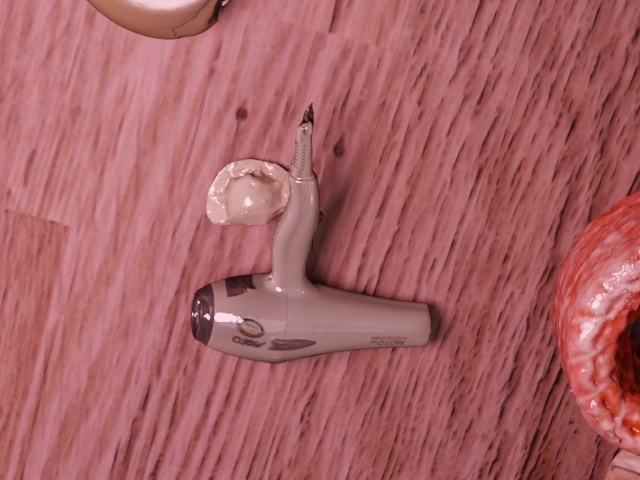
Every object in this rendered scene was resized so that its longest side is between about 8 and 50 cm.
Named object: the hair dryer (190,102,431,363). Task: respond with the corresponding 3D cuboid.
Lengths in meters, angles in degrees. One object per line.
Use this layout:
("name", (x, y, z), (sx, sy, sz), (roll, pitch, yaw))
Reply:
("hair dryer", (0.026, 0.020, 1.787), (0.229, 0.092, 0.267), (19, 120, -23))

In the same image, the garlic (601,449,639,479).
("garlic", (0.378, 0.280, 1.872), (0.143, 0.178, 0.229), (-34, 132, -22))

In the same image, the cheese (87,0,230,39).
("cheese", (-0.151, -0.277, 1.682), (0.202, 0.091, 0.175), (37, 103, -14))

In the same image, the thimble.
("thimble", (0.337, 0.074, 1.793), (0.239, 0.162, 0.239), (0, 108, 0))

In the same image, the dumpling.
("dumpling", (-0.067, -0.044, 1.799), (0.076, 0.057, 0.052), (-25, 149, 31))
